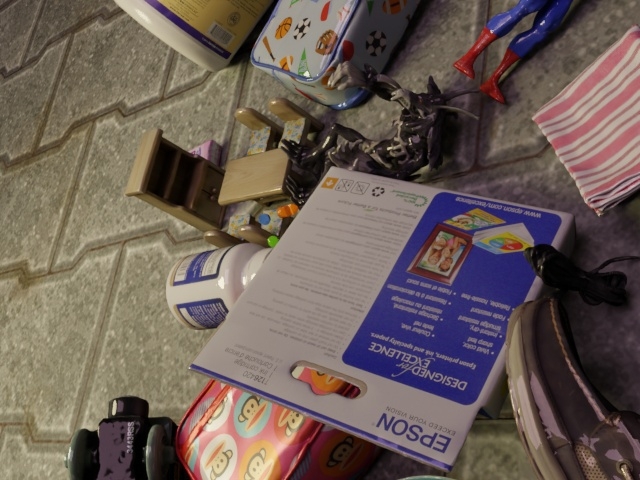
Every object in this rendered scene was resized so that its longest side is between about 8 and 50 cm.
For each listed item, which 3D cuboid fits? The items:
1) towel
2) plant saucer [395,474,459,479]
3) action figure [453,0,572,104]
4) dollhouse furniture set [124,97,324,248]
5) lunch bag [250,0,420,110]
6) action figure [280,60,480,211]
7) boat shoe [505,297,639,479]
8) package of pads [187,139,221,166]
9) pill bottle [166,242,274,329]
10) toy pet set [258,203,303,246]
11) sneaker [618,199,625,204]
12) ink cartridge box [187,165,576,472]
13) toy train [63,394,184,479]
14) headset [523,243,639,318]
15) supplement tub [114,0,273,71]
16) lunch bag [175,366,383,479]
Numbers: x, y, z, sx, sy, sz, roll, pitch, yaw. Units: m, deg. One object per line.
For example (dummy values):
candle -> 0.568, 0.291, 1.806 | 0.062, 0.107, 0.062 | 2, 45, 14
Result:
towel -> 0.287, -0.124, 0.815 | 0.144, 0.029, 0.197 | -43, 30, 22
plant saucer -> 0.100, 0.389, 0.801 | 0.318, 0.044, 0.317 | -25, 51, 35
action figure -> 0.291, -0.277, 0.962 | 0.280, 0.091, 0.139 | -53, 34, 10
dollhouse furniture set -> -0.145, -0.098, 1.246 | 0.242, 0.161, 0.212 | -8, 62, 43
lunch bag -> 0.032, -0.357, 1.258 | 0.243, 0.115, 0.303 | 32, 92, 52
action figure -> 0.062, -0.134, 1.075 | 0.276, 0.141, 0.164 | -28, 48, 37
boat shoe -> 0.258, 0.206, 0.684 | 0.130, 0.132, 0.355 | -23, 67, 18
package of pads -> -0.206, -0.134, 1.430 | 0.083, 0.032, 0.050 | -19, 52, 38
pill bottle -> -0.115, 0.062, 1.160 | 0.187, 0.112, 0.111 | -11, 60, 42
toy pet set -> 0.000, 0.000, 1.096 | 0.114, 0.065, 0.122 | -19, 97, 19
sneaker -> 0.358, -0.075, 0.794 | 0.224, 0.083, 0.098 | -4, 74, 56
ink cartridge box -> 0.068, 0.069, 0.876 | 0.304, 0.072, 0.307 | 15, 59, 31
toy train -> -0.237, 0.370, 1.056 | 0.142, 0.190, 0.333 | -5, 64, 4
headset -> 0.354, 0.007, 0.654 | 0.394, 0.185, 0.243 | -21, 52, 58
supplement tub -> -0.176, -0.487, 1.446 | 0.331, 0.241, 0.241 | -53, 41, 9
lunch bag -> -0.040, 0.192, 1.010 | 0.293, 0.120, 0.258 | -54, 37, 3
